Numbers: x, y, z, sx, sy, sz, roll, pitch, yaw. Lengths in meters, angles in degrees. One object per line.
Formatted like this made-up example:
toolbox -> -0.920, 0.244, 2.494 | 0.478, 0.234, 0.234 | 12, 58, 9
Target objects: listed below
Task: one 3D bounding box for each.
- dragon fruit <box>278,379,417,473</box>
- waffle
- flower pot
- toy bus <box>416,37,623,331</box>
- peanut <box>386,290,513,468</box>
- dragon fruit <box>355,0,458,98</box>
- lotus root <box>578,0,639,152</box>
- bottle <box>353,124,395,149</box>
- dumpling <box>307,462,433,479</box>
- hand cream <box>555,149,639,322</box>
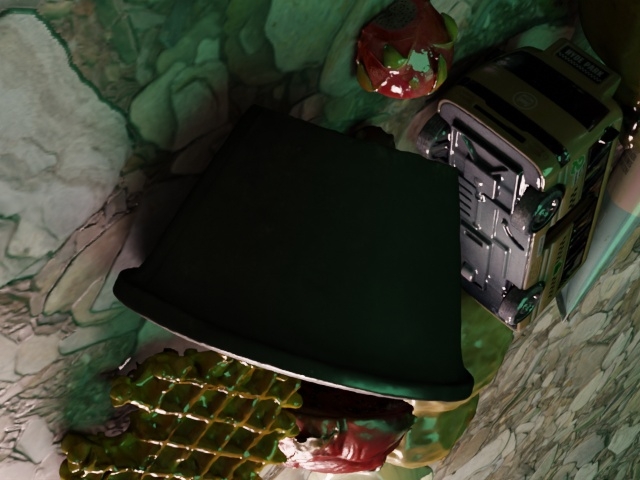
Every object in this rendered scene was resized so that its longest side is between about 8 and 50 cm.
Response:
dragon fruit -> -0.005, 0.194, 1.210 | 0.161, 0.127, 0.120 | -6, 120, -47
waffle -> -0.118, 0.175, 1.066 | 0.232, 0.051, 0.228 | -22, 135, -23
flower pot -> 0.000, 0.000, 0.877 | 0.269, 0.269, 0.166 | 11, 95, -58
toy bus -> 0.188, -0.048, 1.138 | 0.157, 0.139, 0.289 | -40, 153, -20
peanut -> 0.129, 0.148, 1.338 | 0.197, 0.110, 0.233 | -24, 145, -45
dragon fruit -> 0.070, -0.146, 0.934 | 0.083, 0.060, 0.056 | -38, 154, -12
lotus root -> 0.311, -0.211, 1.050 | 0.183, 0.183, 0.310 | -26, 147, -34
bottle -> 0.023, -0.052, 1.011 | 0.101, 0.047, 0.063 | -52, -172, 1
dumpling -> 0.043, 0.282, 1.431 | 0.134, 0.099, 0.169 | -24, 174, 28
hand cream -> 0.357, -0.051, 1.442 | 0.312, 0.070, 0.111 | -59, -168, 22
